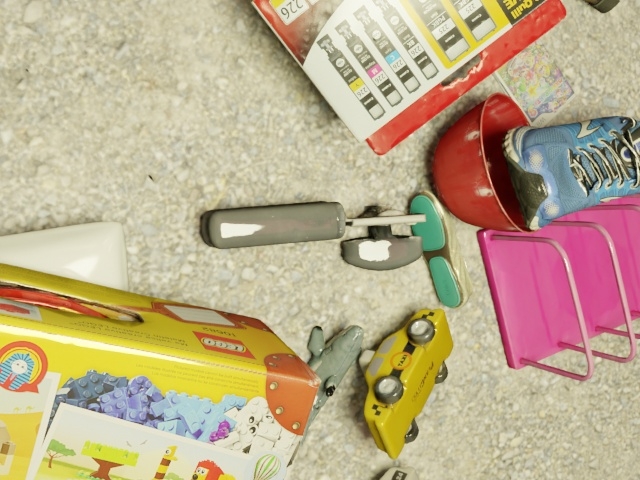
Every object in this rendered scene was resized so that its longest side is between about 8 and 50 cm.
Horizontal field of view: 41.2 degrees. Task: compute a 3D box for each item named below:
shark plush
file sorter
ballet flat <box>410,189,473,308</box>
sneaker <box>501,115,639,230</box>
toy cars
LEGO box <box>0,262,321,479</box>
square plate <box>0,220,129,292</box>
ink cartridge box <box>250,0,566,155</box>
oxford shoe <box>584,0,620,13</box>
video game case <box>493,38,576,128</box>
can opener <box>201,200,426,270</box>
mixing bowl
[{"bbox_3d":[0.000,0.173,1.054,0.073,0.067,0.161,41,79,-19],"label":"shark plush"},{"bbox_3d":[0.399,0.045,1.141,0.290,0.182,0.202,-19,100,-19],"label":"file sorter"},{"bbox_3d":[0.161,0.009,1.123,0.052,0.057,0.168,-31,110,-45],"label":"ballet flat"},{"bbox_3d":[0.337,-0.104,1.055,0.330,0.147,0.130,-24,97,-51],"label":"sneaker"},{"bbox_3d":[0.076,0.273,1.078,0.176,0.087,0.394,7,93,-58],"label":"toy cars"},{"bbox_3d":[-0.304,0.224,0.797,0.500,0.193,0.372,15,97,-26],"label":"LEGO box"},{"bbox_3d":[-0.360,0.171,0.895,0.344,0.049,0.347,-9,106,-22],"label":"square plate"},{"bbox_3d":[0.121,-0.269,0.981,0.309,0.130,0.272,-37,111,9],"label":"ink cartridge box"},{"bbox_3d":[0.399,-0.437,1.164,0.096,0.083,0.227,23,83,-14],"label":"oxford shoe"},{"bbox_3d":[0.291,-0.221,1.172,0.087,0.011,0.122,-43,107,-14],"label":"video game case"},{"bbox_3d":[0.000,0.000,1.039,0.283,0.076,0.095,-5,95,-20],"label":"can opener"},{"bbox_3d":[0.206,-0.088,1.084,0.181,0.098,0.181,22,62,-49],"label":"mixing bowl"}]
